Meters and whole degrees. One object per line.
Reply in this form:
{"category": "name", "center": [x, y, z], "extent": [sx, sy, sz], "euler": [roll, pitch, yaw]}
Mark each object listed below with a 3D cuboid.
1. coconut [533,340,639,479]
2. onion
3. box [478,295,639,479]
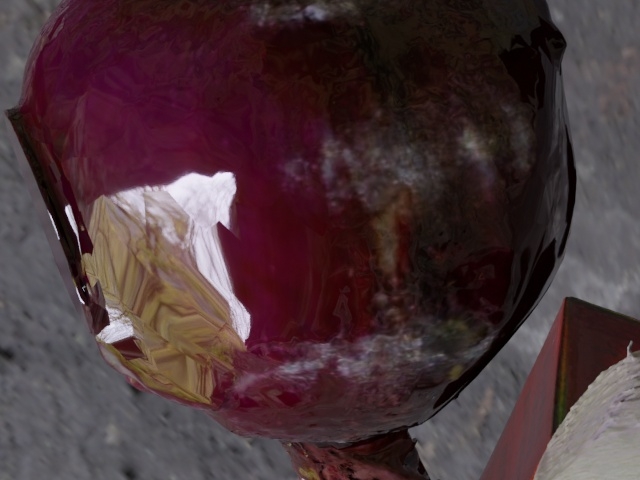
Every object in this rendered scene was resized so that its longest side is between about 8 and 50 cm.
{"category": "coconut", "center": [0.154, 0.109, 0.717], "extent": [0.162, 0.161, 0.161], "euler": [-5, 60, 42]}
{"category": "onion", "center": [-0.015, 0.002, 0.538], "extent": [0.135, 0.198, 0.173], "euler": [-8, 24, -19]}
{"category": "box", "center": [0.166, 0.226, 1.533], "extent": [0.089, 0.313, 0.197], "euler": [20, 32, -3]}
